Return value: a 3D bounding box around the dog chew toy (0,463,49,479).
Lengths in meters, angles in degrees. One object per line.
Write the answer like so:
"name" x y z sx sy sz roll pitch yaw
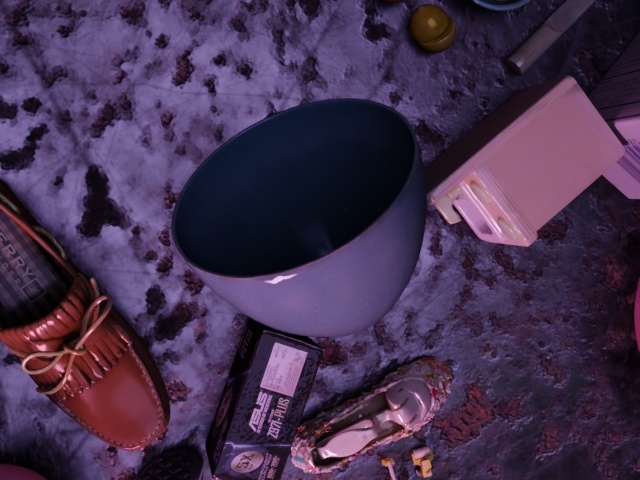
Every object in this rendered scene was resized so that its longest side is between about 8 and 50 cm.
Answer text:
"dog chew toy" -0.345 0.424 1.009 0.206 0.206 0.332 -24 104 -9

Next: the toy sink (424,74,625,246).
"toy sink" 0.233 -0.077 1.117 0.234 0.153 0.131 -40 98 -8

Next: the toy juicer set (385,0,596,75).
"toy juicer set" 0.213 -0.326 1.136 0.329 0.089 0.209 25 87 -11

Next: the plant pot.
"plant pot" 0.000 0.000 1.038 0.290 0.290 0.195 -33 130 -8

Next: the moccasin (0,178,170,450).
"moccasin" -0.306 0.084 1.023 0.139 0.147 0.380 -31 97 -8

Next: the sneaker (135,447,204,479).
"sneaker" -0.197 0.374 1.098 0.084 0.097 0.235 10 70 28

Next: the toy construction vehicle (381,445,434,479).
"toy construction vehicle" 0.126 0.326 1.167 0.086 0.035 0.098 -10 93 -10

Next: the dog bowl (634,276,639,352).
"dog bowl" 0.611 0.101 1.193 0.408 0.150 0.408 0 91 -10

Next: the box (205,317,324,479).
"box" -0.071 0.192 1.070 0.077 0.147 0.180 19 89 -11

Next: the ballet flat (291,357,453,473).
"ballet flat" 0.074 0.231 1.134 0.241 0.077 0.091 -30 96 -9

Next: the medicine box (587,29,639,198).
"medicine box" 0.488 -0.204 1.102 0.149 0.263 0.289 40 85 -10
